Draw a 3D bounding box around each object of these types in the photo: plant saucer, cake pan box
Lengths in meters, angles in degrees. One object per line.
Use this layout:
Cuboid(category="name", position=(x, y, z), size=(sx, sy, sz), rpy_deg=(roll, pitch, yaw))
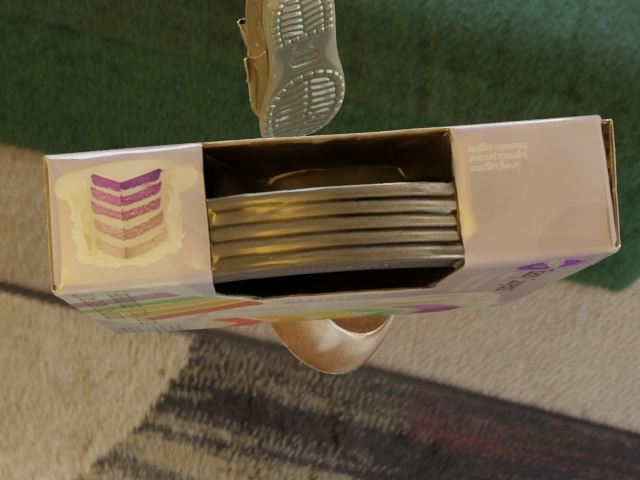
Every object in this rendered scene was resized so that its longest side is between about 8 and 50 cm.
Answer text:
Cuboid(category="plant saucer", position=(0.015, 0.020, 1.134), size=(0.198, 0.036, 0.199), rpy_deg=(19, 64, -45))
Cuboid(category="cake pan box", position=(0.000, 0.000, 0.639), size=(0.245, 0.267, 0.070), rpy_deg=(-6, 82, -5))

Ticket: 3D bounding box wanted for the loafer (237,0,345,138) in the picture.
Cuboid(category="loafer", position=(-0.031, -0.192, 1.249), size=(0.094, 0.251, 0.087), rpy_deg=(-17, 60, -15))
